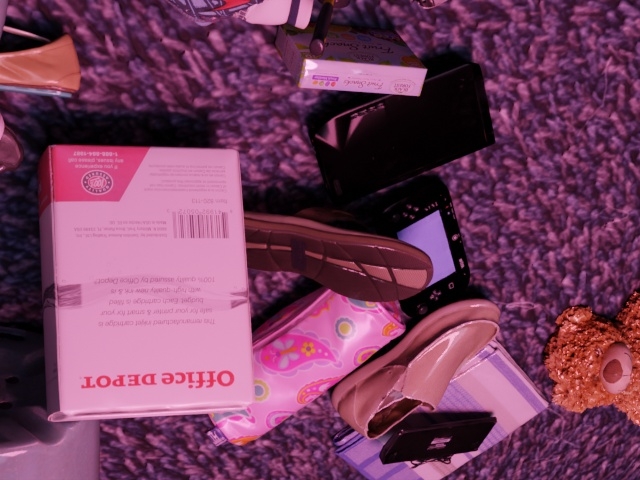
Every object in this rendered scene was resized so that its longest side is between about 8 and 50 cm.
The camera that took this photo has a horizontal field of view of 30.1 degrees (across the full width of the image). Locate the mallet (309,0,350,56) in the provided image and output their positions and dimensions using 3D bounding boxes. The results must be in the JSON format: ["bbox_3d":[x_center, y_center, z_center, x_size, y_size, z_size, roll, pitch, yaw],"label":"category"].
[{"bbox_3d":[0.007,-0.230,1.208,0.039,0.189,0.062,12,134,1],"label":"mallet"}]

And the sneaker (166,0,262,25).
[{"bbox_3d":[-0.091,-0.266,1.151,0.262,0.104,0.125,16,139,17],"label":"sneaker"}]

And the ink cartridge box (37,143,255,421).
[{"bbox_3d":[-0.191,0.048,1.273,0.207,0.283,0.117,0,168,-21],"label":"ink cartridge box"}]

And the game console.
[{"bbox_3d":[0.125,-0.052,1.472,0.213,0.044,0.361,-22,131,-3],"label":"game console"}]

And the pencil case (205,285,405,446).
[{"bbox_3d":[-0.032,0.143,1.510,0.284,0.124,0.124,-35,130,10],"label":"pencil case"}]

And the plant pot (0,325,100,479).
[{"bbox_3d":[-0.396,0.300,1.381,0.341,0.341,0.334,1,117,-21],"label":"plant pot"}]

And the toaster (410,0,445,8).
[{"bbox_3d":[0.095,-0.348,1.158,0.110,0.168,0.185,-25,131,-5],"label":"toaster"}]

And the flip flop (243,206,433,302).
[{"bbox_3d":[0.000,0.000,1.410,0.277,0.080,0.112,12,141,6],"label":"flip flop"}]

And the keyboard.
[{"bbox_3d":[0.157,0.282,1.698,0.192,0.038,0.100,1,131,-36],"label":"keyboard"}]

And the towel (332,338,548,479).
[{"bbox_3d":[0.179,0.264,1.738,0.285,0.034,0.209,-36,132,11],"label":"towel"}]

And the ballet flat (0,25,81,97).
[{"bbox_3d":[-0.357,-0.182,1.188,0.232,0.080,0.073,-1,98,-23],"label":"ballet flat"}]

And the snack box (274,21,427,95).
[{"bbox_3d":[0.031,-0.198,1.288,0.141,0.100,0.037,1,125,-21],"label":"snack box"}]

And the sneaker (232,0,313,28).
[{"bbox_3d":[-0.043,-0.323,1.182,0.095,0.090,0.235,8,119,-3],"label":"sneaker"}]

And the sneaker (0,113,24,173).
[{"bbox_3d":[-0.410,-0.065,1.236,0.234,0.078,0.106,-22,151,11],"label":"sneaker"}]

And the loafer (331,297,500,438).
[{"bbox_3d":[0.140,0.180,1.612,0.268,0.092,0.102,-38,142,15],"label":"loafer"}]

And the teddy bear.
[{"bbox_3d":[0.496,0.173,1.737,0.338,0.113,0.245,16,116,-30],"label":"teddy bear"}]

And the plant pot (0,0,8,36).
[{"bbox_3d":[-0.384,-0.272,0.988,0.293,0.293,0.196,20,90,-31],"label":"plant pot"}]
